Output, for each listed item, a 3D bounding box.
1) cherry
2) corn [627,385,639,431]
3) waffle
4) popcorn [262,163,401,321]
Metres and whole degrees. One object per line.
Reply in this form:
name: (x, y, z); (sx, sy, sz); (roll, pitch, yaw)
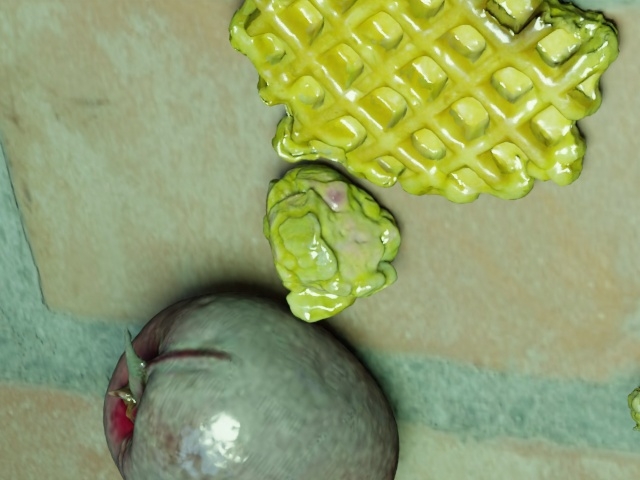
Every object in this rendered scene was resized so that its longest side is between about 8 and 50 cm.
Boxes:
cherry: (-0.061, 0.133, 1.331); (0.266, 0.213, 0.183); (29, 87, -20)
corn: (0.325, 0.202, 1.243); (0.086, 0.086, 0.288); (-35, 97, 38)
waffle: (0.063, -0.142, 1.188); (0.291, 0.051, 0.291); (14, 127, 20)
popcorn: (0.000, -0.002, 1.281); (0.089, 0.097, 0.109); (-29, 89, 34)
